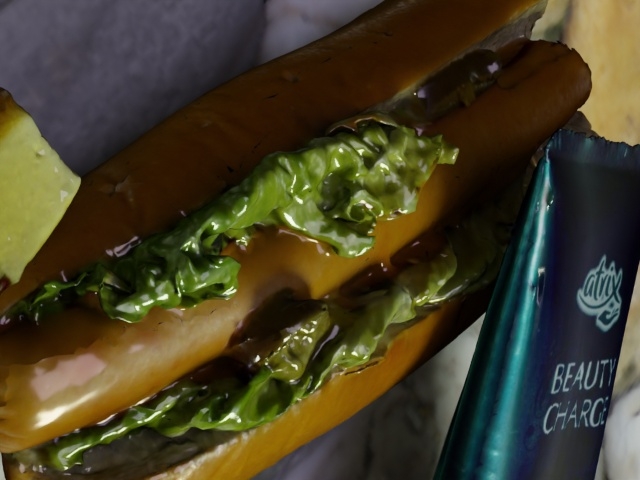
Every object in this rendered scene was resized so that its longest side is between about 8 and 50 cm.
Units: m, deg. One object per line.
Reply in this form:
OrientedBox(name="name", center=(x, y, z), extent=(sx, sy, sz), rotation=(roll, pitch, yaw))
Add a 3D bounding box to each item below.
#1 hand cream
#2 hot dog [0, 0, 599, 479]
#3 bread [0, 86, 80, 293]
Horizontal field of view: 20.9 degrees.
OrientedBox(name="hand cream", center=(0.075, 0.089, 0.682), extent=(0.120, 0.061, 0.270), rotation=(3, 103, -59))
OrientedBox(name="hot dog", center=(0.000, 0.000, 0.644), extent=(0.337, 0.100, 0.135), rotation=(-32, 110, -39))
OrientedBox(name="bread", center=(-0.163, 0.050, 0.513), extent=(0.049, 0.088, 0.226), rotation=(51, 58, -29))
